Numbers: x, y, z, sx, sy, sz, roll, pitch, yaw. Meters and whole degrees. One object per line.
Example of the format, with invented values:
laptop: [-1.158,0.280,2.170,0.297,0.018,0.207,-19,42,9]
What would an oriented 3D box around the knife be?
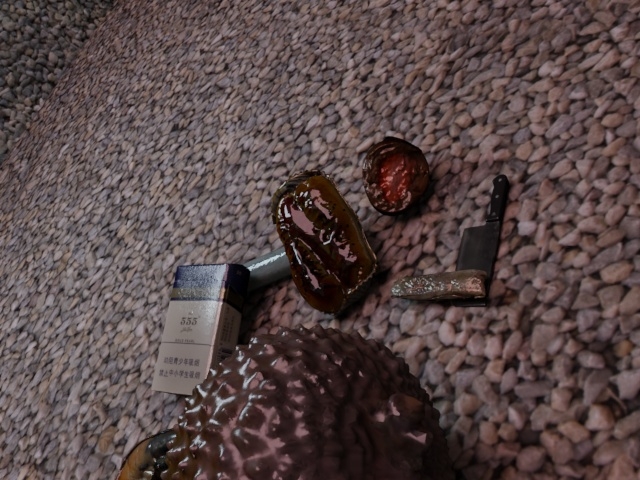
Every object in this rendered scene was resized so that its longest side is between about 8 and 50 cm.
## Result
knife: [0.262,-0.002,1.150,0.072,0.019,0.245,-5,56,41]

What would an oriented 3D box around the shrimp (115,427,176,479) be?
shrimp: [-0.270,0.428,1.229,0.290,0.054,0.222,-35,39,19]

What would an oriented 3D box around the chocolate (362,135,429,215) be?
chocolate: [0.133,-0.112,1.276,0.124,0.127,0.133,27,87,33]

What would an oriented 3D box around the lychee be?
lychee: [-0.022,0.305,0.878,0.432,0.380,0.380,-40,37,33]

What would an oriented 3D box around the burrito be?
burrito: [0.191,0.074,1.124,0.171,0.042,0.051,-9,46,41]

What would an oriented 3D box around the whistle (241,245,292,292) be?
whistle: [-0.074,0.044,1.377,0.312,0.062,0.062,-23,45,26]

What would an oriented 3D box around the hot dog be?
hot dog: [0.000,0.000,1.259,0.162,0.082,0.270,-34,67,20]

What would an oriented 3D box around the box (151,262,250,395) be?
box: [-0.232,0.173,1.355,0.168,0.071,0.259,-3,69,40]
